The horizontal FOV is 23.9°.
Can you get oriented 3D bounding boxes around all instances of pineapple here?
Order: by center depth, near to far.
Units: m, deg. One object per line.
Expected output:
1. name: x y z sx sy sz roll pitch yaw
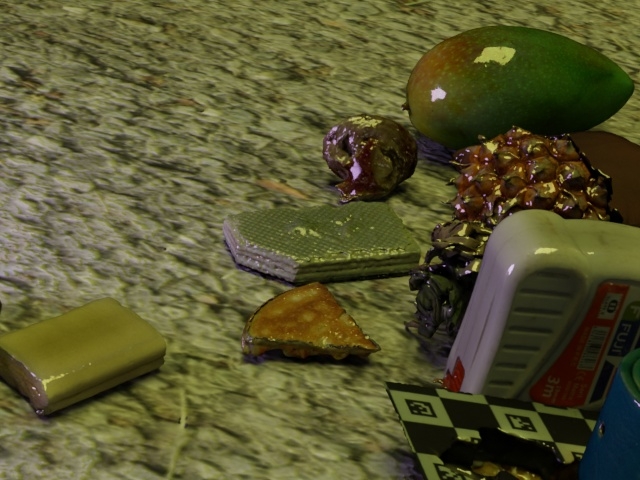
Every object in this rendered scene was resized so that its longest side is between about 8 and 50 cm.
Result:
1. pineapple: 0.211 0.014 1.945 0.262 0.262 0.272 26 43 31

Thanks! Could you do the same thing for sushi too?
1. sushi: 0.254 0.294 1.638 0.343 0.064 0.359 10 24 -18

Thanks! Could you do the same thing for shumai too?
1. shumai: 0.082 -0.119 2.270 0.139 0.123 0.105 2 39 -32

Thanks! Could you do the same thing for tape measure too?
1. tape measure: 0.283 0.097 1.813 0.265 0.258 0.130 6 29 -16

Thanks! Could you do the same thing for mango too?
1. mango: 0.320 -0.240 2.414 0.382 0.225 0.201 -3 62 -16

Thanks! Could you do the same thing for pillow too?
1. pillow: 0.399 -0.082 2.257 0.305 0.108 0.308 -8 30 -24

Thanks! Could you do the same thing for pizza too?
1. pizza: 0.001 0.113 1.943 0.176 0.036 0.184 16 30 13

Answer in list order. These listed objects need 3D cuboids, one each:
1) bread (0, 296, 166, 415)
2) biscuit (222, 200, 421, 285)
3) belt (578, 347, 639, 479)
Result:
1. bread: -0.292 0.137 1.831 0.178 0.060 0.139 -21 39 -36
2. biscuit: 0.000 0.000 2.115 0.252 0.052 0.150 -5 33 -16
3. belt: 0.504 0.254 1.613 0.437 0.173 0.300 20 24 1
